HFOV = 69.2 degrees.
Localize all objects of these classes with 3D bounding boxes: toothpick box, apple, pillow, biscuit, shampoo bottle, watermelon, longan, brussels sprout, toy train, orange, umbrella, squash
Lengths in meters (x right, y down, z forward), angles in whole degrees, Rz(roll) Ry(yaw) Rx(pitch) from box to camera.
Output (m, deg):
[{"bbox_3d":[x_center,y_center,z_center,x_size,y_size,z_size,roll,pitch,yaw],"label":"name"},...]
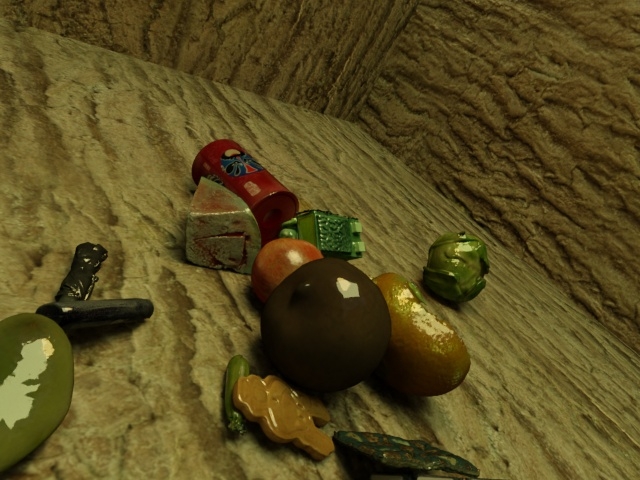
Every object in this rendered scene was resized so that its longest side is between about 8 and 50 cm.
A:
[{"bbox_3d":[-0.244,-0.159,1.482,0.204,0.204,0.333,-3,38,-48],"label":"toothpick box"},{"bbox_3d":[-0.085,0.083,1.226,0.209,0.209,0.164,-5,51,-50],"label":"apple"},{"bbox_3d":[0.169,0.426,0.938,0.255,0.034,0.189,17,-11,-25],"label":"pillow"},{"bbox_3d":[-0.069,0.337,0.916,0.236,0.040,0.144,36,16,-24],"label":"biscuit"},{"bbox_3d":[-0.415,0.138,0.886,0.233,0.087,0.049,12,71,-68],"label":"shampoo bottle"},{"bbox_3d":[-0.303,-0.034,1.270,0.261,0.213,0.201,37,42,28],"label":"watermelon"},{"bbox_3d":[0.014,0.185,1.032,0.297,0.297,0.297,24,26,-12],"label":"longan"},{"bbox_3d":[0.520,0.098,1.760,0.294,0.259,0.227,15,-3,-42],"label":"brussels sprout"},{"bbox_3d":[0.000,0.000,1.414,0.271,0.188,0.159,9,72,-50],"label":"toy train"},{"bbox_3d":[0.204,0.243,1.169,0.196,0.262,0.334,-14,55,-34],"label":"orange"},{"bbox_3d":[-0.503,0.084,0.961,0.066,0.059,0.236,1,34,-8],"label":"umbrella"},{"bbox_3d":[-0.165,0.302,0.916,0.052,0.052,0.183,19,29,-21],"label":"squash"}]

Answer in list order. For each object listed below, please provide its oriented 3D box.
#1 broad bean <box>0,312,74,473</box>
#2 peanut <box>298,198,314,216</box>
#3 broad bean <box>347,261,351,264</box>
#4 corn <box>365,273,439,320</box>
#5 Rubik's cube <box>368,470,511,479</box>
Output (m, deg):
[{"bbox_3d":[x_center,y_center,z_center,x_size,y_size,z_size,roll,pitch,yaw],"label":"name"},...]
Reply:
[{"bbox_3d":[-0.471,0.233,0.677,0.189,0.121,0.263,28,39,-5],"label":"broad bean"},{"bbox_3d":[-0.102,-0.087,1.614,0.196,0.110,0.233,-6,41,-35],"label":"peanut"},{"bbox_3d":[0.079,0.083,1.562,0.325,0.067,0.075,40,58,17],"label":"broad bean"},{"bbox_3d":[0.237,0.206,1.449,0.290,0.098,0.098,35,26,10],"label":"corn"},{"bbox_3d":[0.232,0.529,0.814,0.233,0.228,0.228,100,-24,-80],"label":"Rubik's cube"}]
